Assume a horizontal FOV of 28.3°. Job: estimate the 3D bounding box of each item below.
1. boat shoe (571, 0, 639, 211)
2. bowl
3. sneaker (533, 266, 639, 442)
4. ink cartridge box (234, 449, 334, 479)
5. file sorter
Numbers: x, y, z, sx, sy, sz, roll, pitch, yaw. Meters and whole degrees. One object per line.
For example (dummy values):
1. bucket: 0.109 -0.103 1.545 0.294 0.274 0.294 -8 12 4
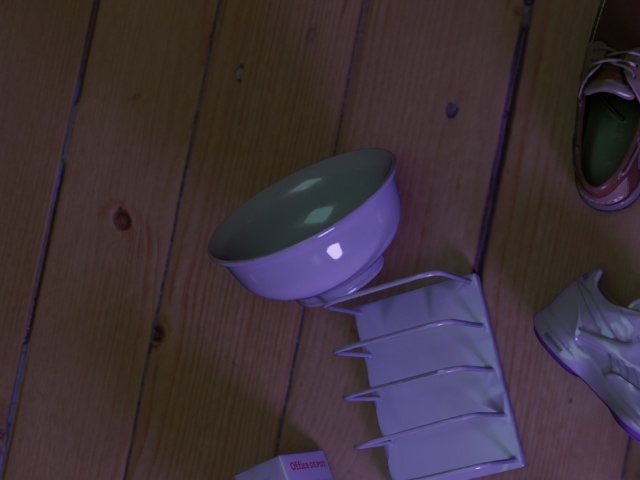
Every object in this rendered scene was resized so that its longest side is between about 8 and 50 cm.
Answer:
1. boat shoe: 0.402 -0.202 1.689 0.123 0.120 0.323 5 86 24
2. bowl: 0.000 0.000 1.788 0.298 0.298 0.134 -22 111 20
3. sneaker: 0.419 0.162 1.639 0.305 0.114 0.152 46 103 21
4. ink cartridge box: -0.024 0.404 1.784 0.086 0.148 0.203 -27 74 20
5. file sorter: 0.135 0.197 1.728 0.193 0.173 0.277 -18 77 21
